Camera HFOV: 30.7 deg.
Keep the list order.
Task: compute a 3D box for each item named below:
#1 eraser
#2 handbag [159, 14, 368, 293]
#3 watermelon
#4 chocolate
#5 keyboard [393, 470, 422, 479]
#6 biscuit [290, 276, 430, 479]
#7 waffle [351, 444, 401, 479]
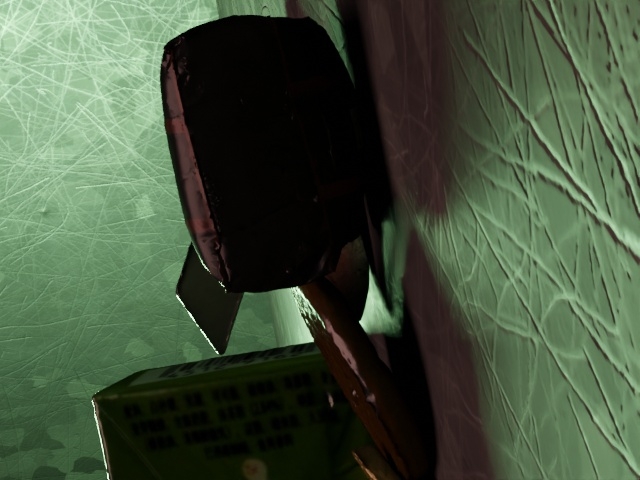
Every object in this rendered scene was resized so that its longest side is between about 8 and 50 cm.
[{"bbox_3d":[-0.090,-0.051,1.317,0.111,0.077,0.352,-161,88,-86],"label":"eraser"},{"bbox_3d":[-0.039,-0.077,0.942,0.169,0.155,0.215,-67,-35,-76],"label":"handbag"},{"bbox_3d":[0.011,0.000,1.088,0.155,0.080,0.101,57,-170,-5],"label":"watermelon"},{"bbox_3d":[-0.066,0.260,1.278,0.137,0.301,0.288,-70,-30,-75],"label":"chocolate"},{"bbox_3d":[0.103,0.289,1.023,0.262,0.016,0.106,-110,9,-51],"label":"keyboard"},{"bbox_3d":[0.034,0.112,1.006,0.212,0.036,0.212,59,172,13],"label":"biscuit"},{"bbox_3d":[0.083,0.244,0.994,0.152,0.023,0.097,49,173,36],"label":"waffle"}]
